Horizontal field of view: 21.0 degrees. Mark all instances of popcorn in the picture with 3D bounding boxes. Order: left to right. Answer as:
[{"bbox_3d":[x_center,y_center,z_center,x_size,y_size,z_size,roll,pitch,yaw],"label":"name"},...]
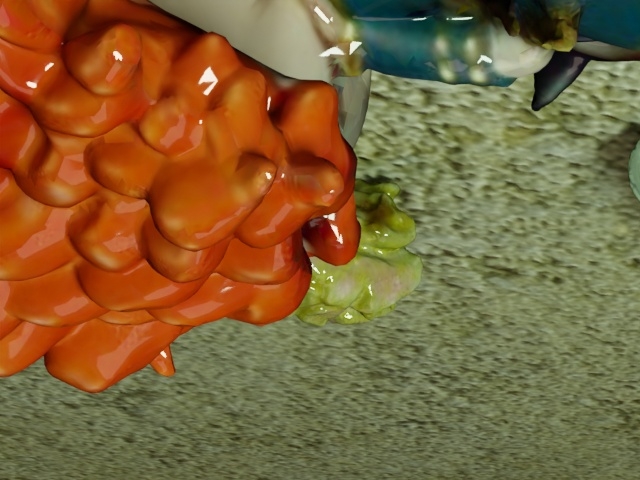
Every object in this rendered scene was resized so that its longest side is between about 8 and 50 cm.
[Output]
[{"bbox_3d":[0.001,0.002,0.963,0.089,0.109,0.097,-46,176,24],"label":"popcorn"}]

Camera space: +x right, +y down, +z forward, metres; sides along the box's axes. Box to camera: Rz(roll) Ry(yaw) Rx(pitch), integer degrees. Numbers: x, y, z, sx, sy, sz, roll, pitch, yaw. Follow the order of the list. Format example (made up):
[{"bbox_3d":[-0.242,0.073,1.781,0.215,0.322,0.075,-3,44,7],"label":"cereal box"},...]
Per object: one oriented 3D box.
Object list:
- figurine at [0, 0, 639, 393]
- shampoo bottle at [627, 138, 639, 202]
[{"bbox_3d":[0.015,-0.096,0.548,0.411,0.241,0.306,-17,-173,-1],"label":"figurine"},{"bbox_3d":[0.226,-0.008,0.970,0.065,0.065,0.204,-7,158,23],"label":"shampoo bottle"}]
